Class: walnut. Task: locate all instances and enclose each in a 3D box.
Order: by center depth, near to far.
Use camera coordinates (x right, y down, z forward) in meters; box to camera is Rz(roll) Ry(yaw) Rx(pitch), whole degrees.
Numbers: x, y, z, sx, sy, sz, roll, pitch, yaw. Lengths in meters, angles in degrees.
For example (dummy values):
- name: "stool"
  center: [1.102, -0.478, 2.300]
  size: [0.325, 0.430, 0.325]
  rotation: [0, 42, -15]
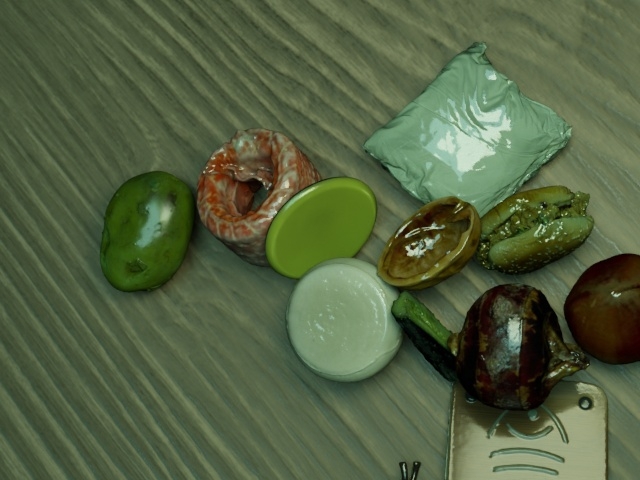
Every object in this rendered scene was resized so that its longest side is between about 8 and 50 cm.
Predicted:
- name: "walnut"
  center: [0.206, 0.019, 1.836]
  size: [0.211, 0.087, 0.167]
  rotation: [-36, 38, 16]

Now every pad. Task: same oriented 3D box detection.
- name: "pad"
  center: [0.369, 0.385, 1.842]
  size: [0.287, 0.018, 0.283]
  rotation: [2, 67, 11]

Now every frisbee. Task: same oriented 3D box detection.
- name: "frisbee"
  center: [0.005, -0.018, 1.902]
  size: [0.236, 0.236, 0.017]
  rotation: [-41, 48, 4]

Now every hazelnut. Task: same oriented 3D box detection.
- name: "hazelnut"
  center: [0.523, 0.115, 1.786]
  size: [0.208, 0.208, 0.208]
  rotation: [-2, 82, 12]

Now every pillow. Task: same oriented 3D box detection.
- name: "pillow"
  center: [0.282, -0.183, 1.920]
  size: [0.310, 0.138, 0.283]
  rotation: [-43, 84, 5]

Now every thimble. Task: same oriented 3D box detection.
- name: "thimble"
  center: [-0.113, -0.085, 1.951]
  size: [0.239, 0.162, 0.239]
  rotation: [-12, 63, 25]

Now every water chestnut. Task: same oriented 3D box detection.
- name: "water chestnut"
  center: [0.353, 0.187, 1.806]
  size: [0.238, 0.224, 0.223]
  rotation: [-2, 81, 28]

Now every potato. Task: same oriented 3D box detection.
- name: "potato"
  center: [-0.344, -0.016, 2.032]
  size: [0.186, 0.149, 0.253]
  rotation: [39, 100, 31]

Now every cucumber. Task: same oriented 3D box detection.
- name: "cucumber"
  center: [0.191, 0.177, 1.853]
  size: [0.062, 0.211, 0.078]
  rotation: [-30, 37, 26]

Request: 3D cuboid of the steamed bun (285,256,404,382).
- name: "steamed bun"
  center: [0.054, 0.147, 1.915]
  size: [0.232, 0.145, 0.231]
  rotation: [-1, 88, 20]

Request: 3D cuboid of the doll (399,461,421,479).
- name: "doll"
  center: [0.177, 0.493, 1.885]
  size: [0.139, 0.057, 0.165]
  rotation: [21, 88, 14]

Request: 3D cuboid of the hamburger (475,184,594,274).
- name: "hamburger"
  center: [0.378, -0.006, 1.842]
  size: [0.215, 0.190, 0.122]
  rotation: [-39, 64, 45]
